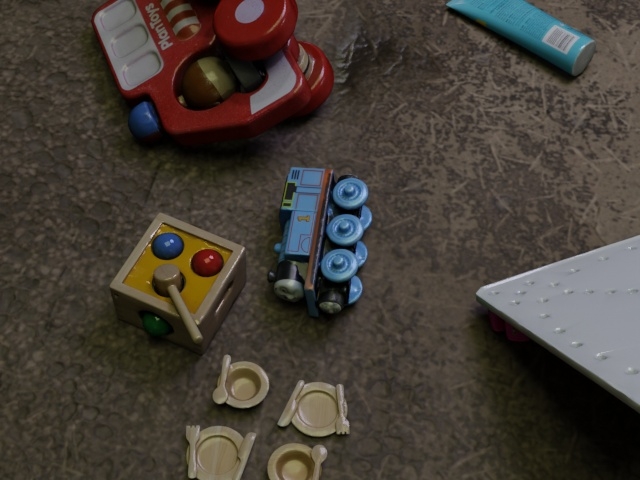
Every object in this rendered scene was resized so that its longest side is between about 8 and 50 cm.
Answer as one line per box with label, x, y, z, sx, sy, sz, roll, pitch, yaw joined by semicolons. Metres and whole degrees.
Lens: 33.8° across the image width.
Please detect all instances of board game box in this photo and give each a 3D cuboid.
board game box;0.412;0.070;1.057;0.390;0.050;0.390;-17;19;-13

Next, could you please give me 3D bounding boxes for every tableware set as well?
tableware set;-0.055;0.198;1.106;0.169;0.020;0.141;11;56;6

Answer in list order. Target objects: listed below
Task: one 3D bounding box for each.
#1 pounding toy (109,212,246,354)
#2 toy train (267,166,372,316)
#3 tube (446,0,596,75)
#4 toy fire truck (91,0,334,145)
pounding toy;-0.152;0.054;1.149;0.130;0.100;0.141;22;58;12
toy train;0.000;0.000;1.209;0.105;0.080;0.184;3;58;11
tube;0.276;-0.296;1.436;0.080;0.052;0.207;-36;59;-28
toy fire truck;-0.144;-0.239;1.329;0.254;0.169;0.302;-30;59;7
